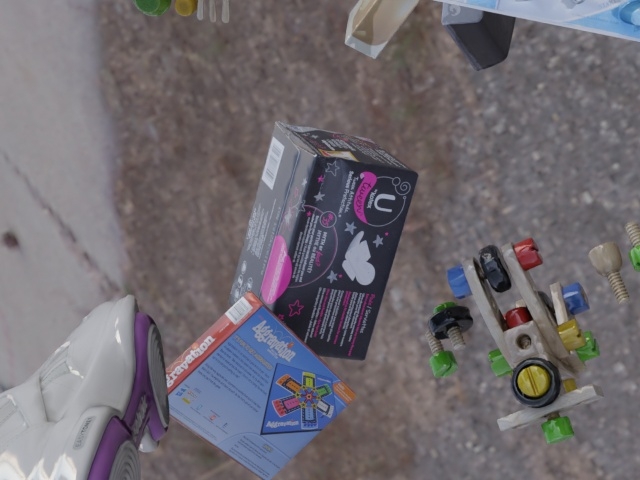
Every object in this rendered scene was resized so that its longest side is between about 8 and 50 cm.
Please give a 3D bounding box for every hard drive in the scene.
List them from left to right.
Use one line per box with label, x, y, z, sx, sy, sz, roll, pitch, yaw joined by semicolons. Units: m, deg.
hard drive;0.207;-0.355;1.718;0.054;0.254;0.172;3;165;23

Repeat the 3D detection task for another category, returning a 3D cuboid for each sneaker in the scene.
sneaker;-0.183;0.118;0.915;0.305;0.152;0.114;-80;-17;-73

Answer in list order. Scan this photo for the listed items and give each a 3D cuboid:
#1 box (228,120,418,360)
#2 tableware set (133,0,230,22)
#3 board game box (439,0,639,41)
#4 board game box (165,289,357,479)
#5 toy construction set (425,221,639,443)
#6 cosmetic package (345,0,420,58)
box;0.000;0.000;1.693;0.163;0.142;0.247;-134;58;-62
tableware set;-0.122;-0.263;1.197;0.104;0.024;0.154;8;121;12
board game box;0.173;-0.378;1.123;0.050;0.390;0.390;-90;11;-75
board game box;-0.065;0.160;1.456;0.027;0.145;0.281;46;178;33
toy construction set;0.308;0.132;1.699;0.257;0.309;0.237;85;168;-62
cosmetic package;0.073;-0.258;1.494;0.115;0.041;0.060;-51;21;41
